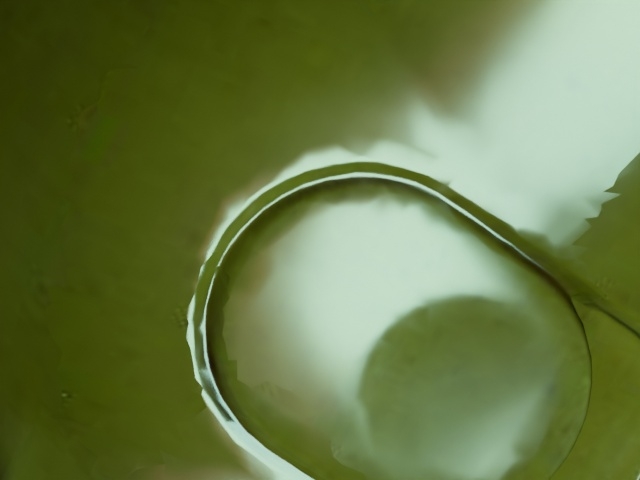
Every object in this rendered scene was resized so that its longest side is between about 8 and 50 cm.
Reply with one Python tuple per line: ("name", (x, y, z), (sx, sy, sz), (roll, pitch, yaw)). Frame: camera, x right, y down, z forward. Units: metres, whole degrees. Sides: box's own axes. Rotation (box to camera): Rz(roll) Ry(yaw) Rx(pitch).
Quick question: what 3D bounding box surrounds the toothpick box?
("toothpick box", (0.000, 0.000, 0.576), (0.409, 0.425, 0.409), (-3, 104, -12))
